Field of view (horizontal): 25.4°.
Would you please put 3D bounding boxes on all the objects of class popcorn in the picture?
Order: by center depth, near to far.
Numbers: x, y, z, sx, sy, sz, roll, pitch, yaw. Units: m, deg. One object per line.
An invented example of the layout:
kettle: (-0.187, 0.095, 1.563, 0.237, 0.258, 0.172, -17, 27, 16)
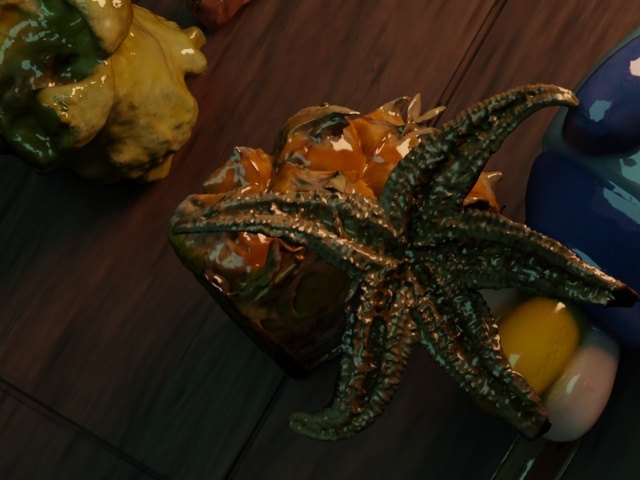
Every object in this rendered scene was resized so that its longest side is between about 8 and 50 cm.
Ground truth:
popcorn: (-0.163, -0.121, 0.920, 0.173, 0.195, 0.168, -38, 73, 6)

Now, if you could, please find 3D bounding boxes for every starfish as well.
starfish: (0.044, 0.009, 0.727, 0.238, 0.057, 0.213, 20, 97, 13)

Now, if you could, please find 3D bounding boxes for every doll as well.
doll: (0.253, -0.024, 0.769, 0.366, 0.187, 0.376, 7, 57, 11)

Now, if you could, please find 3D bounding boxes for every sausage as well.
sausage: (-0.026, -0.205, 0.998, 0.158, 0.042, 0.036, -33, 28, 1)

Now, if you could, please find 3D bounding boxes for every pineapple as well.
pineapple: (0.000, 0.000, 0.862, 0.236, 0.186, 0.114, -17, 52, -37)

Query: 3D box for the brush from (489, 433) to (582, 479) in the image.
brush: (0.041, 0.221, 0.817, 0.065, 0.070, 0.327, 31, 81, 34)
